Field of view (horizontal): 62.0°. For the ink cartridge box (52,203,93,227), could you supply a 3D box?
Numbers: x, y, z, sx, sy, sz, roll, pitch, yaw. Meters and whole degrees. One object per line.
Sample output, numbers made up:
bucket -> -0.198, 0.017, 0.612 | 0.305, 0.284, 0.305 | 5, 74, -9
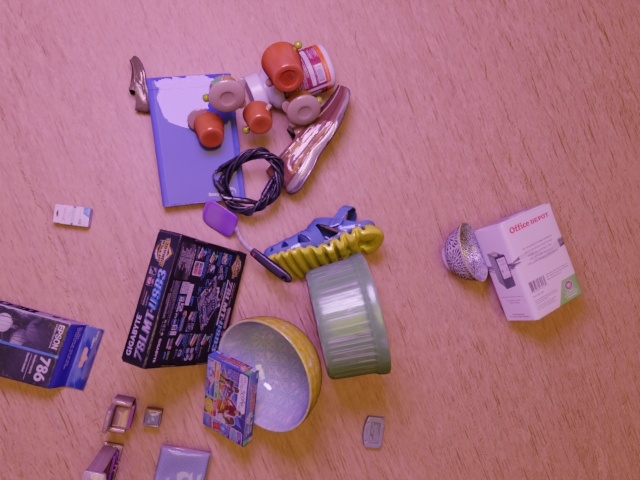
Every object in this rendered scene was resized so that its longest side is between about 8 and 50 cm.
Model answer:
ink cartridge box -> -0.617, -0.062, 1.327 | 0.083, 0.028, 0.048 | 8, 86, -10

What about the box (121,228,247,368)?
box -> -0.303, 0.144, 1.249 | 0.073, 0.293, 0.296 | 13, 86, 22

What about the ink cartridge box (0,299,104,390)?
ink cartridge box -> -0.715, 0.248, 1.281 | 0.332, 0.065, 0.166 | 17, 84, -10

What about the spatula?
spatula -> -0.185, 0.010, 1.348 | 0.296, 0.084, 0.030 | 41, 40, 13

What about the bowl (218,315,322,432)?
bowl -> -0.097, 0.307, 1.323 | 0.156, 0.289, 0.290 | -22, 92, -53

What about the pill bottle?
pill bottle -> -0.081, -0.418, 1.389 | 0.221, 0.121, 0.121 | -23, 92, -7

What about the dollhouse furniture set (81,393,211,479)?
dollhouse furniture set -> -0.384, 0.553, 1.258 | 0.303, 0.198, 0.287 | 14, 85, -10

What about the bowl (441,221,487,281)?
bowl -> 0.385, 0.041, 1.461 | 0.080, 0.170, 0.170 | -21, 92, 33

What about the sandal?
sandal -> 0.000, 0.000, 1.404 | 0.317, 0.126, 0.138 | -17, 53, -3

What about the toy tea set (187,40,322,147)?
toy tea set -> -0.170, -0.355, 1.292 | 0.335, 0.200, 0.124 | -17, 51, -3

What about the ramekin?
ramekin -> 0.061, 0.192, 1.307 | 0.148, 0.303, 0.304 | -13, 90, -3

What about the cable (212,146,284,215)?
cable -> -0.170, -0.148, 1.337 | 0.184, 0.047, 0.151 | -27, 96, 4

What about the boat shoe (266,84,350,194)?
boat shoe -> -0.030, -0.280, 1.397 | 0.116, 0.123, 0.324 | 31, 81, -5

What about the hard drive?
hard drive -> -0.315, -0.255, 1.360 | 0.210, 0.040, 0.319 | -7, 96, -12

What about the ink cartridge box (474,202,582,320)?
ink cartridge box -> 0.574, 0.059, 1.471 | 0.198, 0.114, 0.273 | -21, 91, -25

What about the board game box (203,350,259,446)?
board game box -> -0.222, 0.387, 1.305 | 0.136, 0.035, 0.201 | 18, 110, 28

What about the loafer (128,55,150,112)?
loafer -> -0.465, -0.396, 1.355 | 0.050, 0.056, 0.148 | -15, 90, -17

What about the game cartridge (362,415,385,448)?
game cartridge -> 0.143, 0.519, 1.445 | 0.055, 0.017, 0.083 | 10, 86, -13
